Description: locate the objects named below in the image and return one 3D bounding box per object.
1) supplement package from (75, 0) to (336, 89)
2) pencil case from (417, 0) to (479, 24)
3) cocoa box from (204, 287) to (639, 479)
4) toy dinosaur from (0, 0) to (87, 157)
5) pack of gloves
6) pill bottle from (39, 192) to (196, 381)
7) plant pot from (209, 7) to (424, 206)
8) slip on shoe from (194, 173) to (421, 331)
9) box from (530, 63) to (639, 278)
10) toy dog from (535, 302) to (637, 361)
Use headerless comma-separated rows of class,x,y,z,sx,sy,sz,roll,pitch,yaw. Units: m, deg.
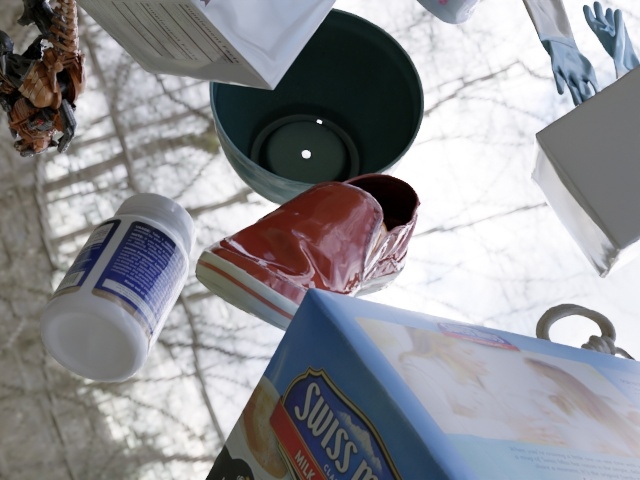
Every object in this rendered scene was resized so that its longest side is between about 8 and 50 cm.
supplement package,-0.121,-0.254,1.175,0.244,0.139,0.134,18,-21,50
pencil case,0.253,-0.462,1.788,0.113,0.124,0.273,38,-46,0
cocoa box,0.123,0.207,0.767,0.228,0.347,0.231,-62,-143,19
toy dinosaur,-0.399,-0.254,1.668,0.322,0.164,0.218,-41,-104,31
pack of gloves,0.387,-0.265,1.593,0.046,0.195,0.232,-47,-135,44
pill bottle,-0.274,0.058,1.617,0.264,0.153,0.153,-69,159,-49
plant pot,-0.013,-0.158,1.640,0.293,0.293,0.196,62,-17,21
slip on shoe,0.000,0.000,0.961,0.123,0.331,0.101,29,-71,18
box,0.441,-0.129,1.377,0.168,0.345,0.215,56,1,14
toy dog,0.404,0.158,1.367,0.220,0.334,0.161,59,-24,25
